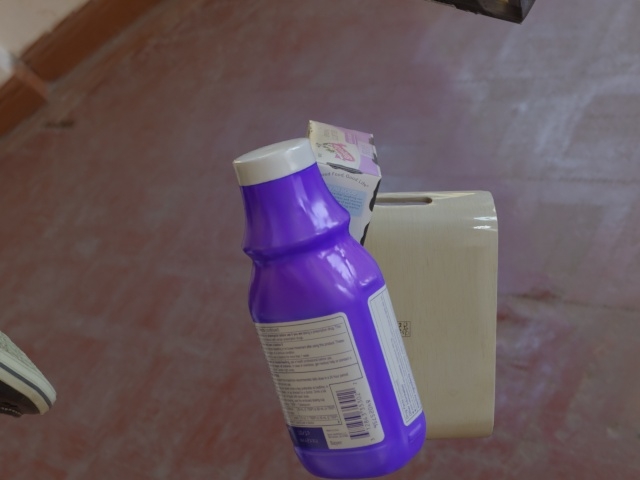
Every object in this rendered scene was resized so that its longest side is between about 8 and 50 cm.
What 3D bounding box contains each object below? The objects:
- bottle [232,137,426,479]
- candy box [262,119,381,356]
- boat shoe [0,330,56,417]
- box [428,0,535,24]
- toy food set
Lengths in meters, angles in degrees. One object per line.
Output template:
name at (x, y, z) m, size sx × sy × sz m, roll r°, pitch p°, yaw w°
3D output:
bottle at (0.000, 0.058, 0.998) m, size 0.118 × 0.283 × 0.092 m, roll -9°, pitch 14°, yaw 36°
candy box at (0.000, 0.000, 1.152) m, size 0.165 × 0.070 × 0.196 m, roll -89°, pitch 12°, yaw -71°
boat shoe at (-0.480, 0.131, 1.385) m, size 0.187 × 0.500 × 0.156 m, roll 37°, pitch 86°, yaw 25°
box at (0.030, -0.378, 1.020) m, size 0.318 × 0.395 × 0.097 m, roll 20°, pitch 65°, yaw 26°
toy food set at (0.094, 0.096, 1.429) m, size 0.219 × 0.306 × 0.092 m, roll -1°, pitch 10°, yaw -2°
